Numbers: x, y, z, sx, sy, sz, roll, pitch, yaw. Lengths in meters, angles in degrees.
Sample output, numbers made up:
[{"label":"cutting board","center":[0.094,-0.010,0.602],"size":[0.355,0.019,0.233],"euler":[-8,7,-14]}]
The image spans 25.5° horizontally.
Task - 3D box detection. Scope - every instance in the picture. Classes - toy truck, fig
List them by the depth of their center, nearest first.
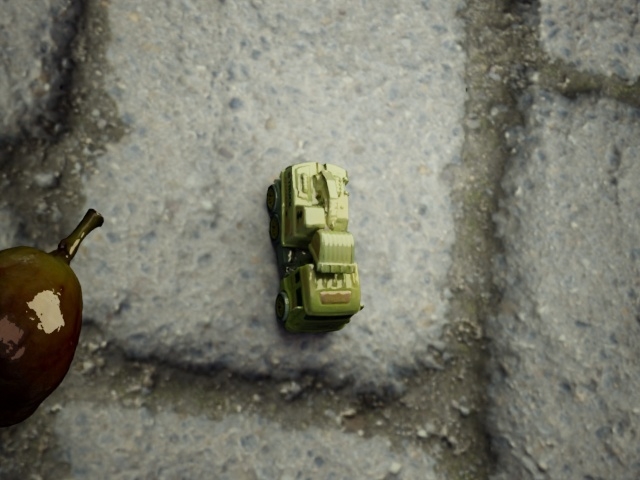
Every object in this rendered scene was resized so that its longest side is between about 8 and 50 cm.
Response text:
[{"label":"fig","center":[-0.295,0.060,1.432],"size":[0.145,0.170,0.274],"euler":[32,46,-5]},{"label":"toy truck","center":[0.000,0.000,1.576],"size":[0.085,0.116,0.191],"euler":[1,73,-20]}]
